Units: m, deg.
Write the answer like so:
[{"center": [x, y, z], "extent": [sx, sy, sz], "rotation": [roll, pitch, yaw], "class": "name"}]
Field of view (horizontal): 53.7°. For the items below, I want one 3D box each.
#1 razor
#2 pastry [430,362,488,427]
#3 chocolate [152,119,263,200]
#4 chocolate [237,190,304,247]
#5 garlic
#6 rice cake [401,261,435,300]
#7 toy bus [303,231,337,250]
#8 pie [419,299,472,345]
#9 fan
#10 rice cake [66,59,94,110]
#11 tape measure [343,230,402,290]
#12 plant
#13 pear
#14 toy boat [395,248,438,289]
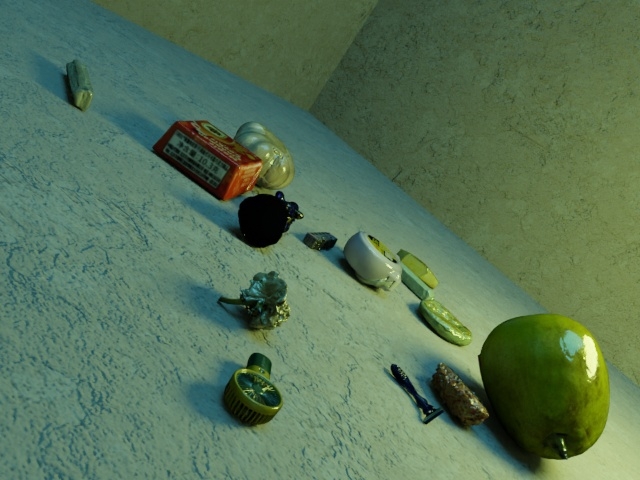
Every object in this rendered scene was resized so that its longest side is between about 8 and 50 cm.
[{"center": [0.184, 0.302, 1.256], "extent": [0.154, 0.044, 0.028], "rotation": [48, -10, 47], "class": "razor"}, {"center": [0.285, 0.327, 1.335], "extent": [0.087, 0.063, 0.169], "rotation": [37, 8, -27], "class": "pastry"}, {"center": [-0.288, -0.222, 1.692], "extent": [0.237, 0.108, 0.235], "rotation": [37, 17, 4], "class": "chocolate"}, {"center": [-0.114, -0.061, 1.594], "extent": [0.148, 0.126, 0.343], "rotation": [-2, 6, 5], "class": "chocolate"}, {"center": [-0.178, -0.244, 1.899], "extent": [0.228, 0.152, 0.228], "rotation": [47, 15, -17], "class": "garlic"}, {"center": [0.266, 0.106, 1.985], "extent": [0.045, 0.042, 0.245], "rotation": [10, 29, -51], "class": "rice cake"}, {"center": [0.000, 0.000, 1.759], "extent": [0.052, 0.037, 0.130], "rotation": [35, 16, 21], "class": "toy bus"}, {"center": [0.353, 0.231, 1.790], "extent": [0.186, 0.041, 0.187], "rotation": [32, 15, -10], "class": "pie"}, {"center": [-0.095, 0.211, 0.919], "extent": [0.082, 0.039, 0.155], "rotation": [32, 14, -7], "class": "fan"}, {"center": [-0.625, -0.406, 1.635], "extent": [0.052, 0.057, 0.256], "rotation": [5, 29, -28], "class": "rice cake"}, {"center": [0.142, 0.059, 1.768], "extent": [0.178, 0.105, 0.196], "rotation": [41, 16, -4], "class": "tape measure"}, {"center": [-0.115, 0.105, 1.109], "extent": [0.121, 0.105, 0.116], "rotation": [4, 2, -17], "class": "plant"}, {"center": [0.502, 0.330, 1.404], "extent": [0.287, 0.287, 0.375], "rotation": [31, 33, -14], "class": "pear"}, {"center": [0.320, 0.094, 2.105], "extent": [0.172, 0.065, 0.066], "rotation": [42, -3, 15], "class": "toy boat"}]
